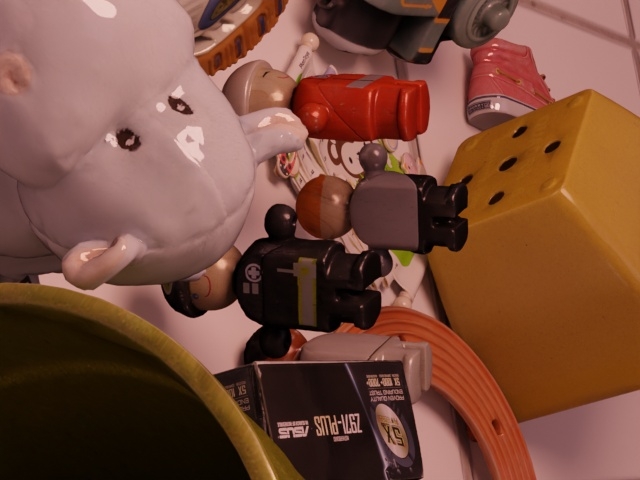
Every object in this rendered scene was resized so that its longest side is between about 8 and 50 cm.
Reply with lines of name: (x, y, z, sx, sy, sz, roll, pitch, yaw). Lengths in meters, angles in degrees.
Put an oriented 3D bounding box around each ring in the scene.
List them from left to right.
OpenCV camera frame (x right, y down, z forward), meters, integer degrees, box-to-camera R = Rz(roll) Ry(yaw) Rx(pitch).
ring: (0.077, 0.217, 1.275, 0.336, 0.032, 0.336, 24, 58, -47)

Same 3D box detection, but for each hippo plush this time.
hippo plush: (-0.155, -0.029, 0.826, 0.234, 0.236, 0.294, -37, 114, -25)

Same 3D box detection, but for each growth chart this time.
growth chart: (0.031, -0.056, 1.339, 0.237, 0.021, 0.172, 49, 41, -32)

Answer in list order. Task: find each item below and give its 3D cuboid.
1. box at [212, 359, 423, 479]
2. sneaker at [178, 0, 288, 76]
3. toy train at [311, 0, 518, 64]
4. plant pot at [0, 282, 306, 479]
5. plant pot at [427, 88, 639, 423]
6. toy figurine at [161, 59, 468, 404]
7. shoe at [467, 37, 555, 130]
box: (-0.054, 0.129, 1.003, 0.147, 0.180, 0.077, 6, 70, -53)
sneaker: (-0.152, -0.131, 1.069, 0.296, 0.131, 0.112, -41, 155, -36)
toy train: (0.109, -0.288, 1.320, 0.190, 0.334, 0.142, -5, 43, -48)
plant pot: (-0.089, 0.253, 0.802, 0.353, 0.366, 0.366, 40, 45, -55)
plant pot: (0.209, 0.000, 1.401, 0.187, 0.212, 0.212, 49, 41, -23)
toy figurine: (0.000, 0.000, 1.131, 0.209, 0.148, 0.213, 58, 42, -56)
shoe: (0.204, -0.133, 1.569, 0.178, 0.063, 0.081, 19, 65, -44)
